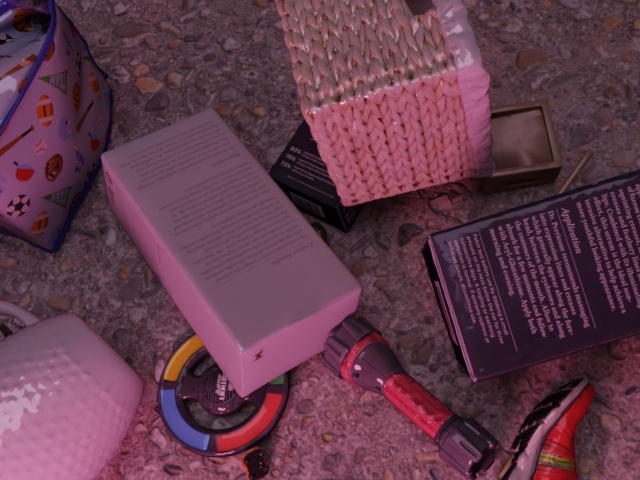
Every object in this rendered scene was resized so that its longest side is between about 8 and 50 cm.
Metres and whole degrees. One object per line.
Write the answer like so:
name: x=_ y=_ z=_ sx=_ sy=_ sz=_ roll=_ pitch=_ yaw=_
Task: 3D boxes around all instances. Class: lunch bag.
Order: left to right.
lunch bag: x=-0.551 y=-0.229 z=1.601 sx=0.239 sy=0.328 sz=0.385 roll=20 pitch=72 yaw=16

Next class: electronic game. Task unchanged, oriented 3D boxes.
electronic game: x=-0.163 y=0.247 z=1.445 sx=0.229 sy=0.048 sz=0.229 roll=-5 pitch=63 yaw=11

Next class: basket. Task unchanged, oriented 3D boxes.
basket: x=0.101 y=-0.273 z=1.355 sx=0.266 sy=0.331 sz=0.328 roll=-16 pitch=64 yaw=6

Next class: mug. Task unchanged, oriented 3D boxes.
mug: x=-0.490 y=0.255 z=1.384 sx=0.374 sy=0.276 sz=0.328 roll=41 pitch=76 yaw=18

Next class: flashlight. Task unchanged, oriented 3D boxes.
flashlight: x=0.137 y=0.243 z=1.347 sx=0.103 sy=0.103 sz=0.304 roll=-25 pitch=51 yaw=-38

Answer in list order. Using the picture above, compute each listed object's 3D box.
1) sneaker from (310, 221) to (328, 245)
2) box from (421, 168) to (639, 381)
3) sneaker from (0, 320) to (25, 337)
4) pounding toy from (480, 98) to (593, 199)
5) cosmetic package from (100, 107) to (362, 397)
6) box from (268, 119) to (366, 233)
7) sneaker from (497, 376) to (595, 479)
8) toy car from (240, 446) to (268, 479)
sneaker: x=0.000 y=0.000 z=1.532 sx=0.031 sy=0.035 sz=0.083 roll=-18 pitch=63 yaw=3
box: x=0.367 y=0.040 z=1.261 sx=0.396 sy=0.293 sz=0.212 roll=-17 pitch=86 yaw=4
sneaker: x=-0.528 y=0.208 z=1.540 sx=0.166 sy=0.065 sz=0.076 roll=37 pitch=82 yaw=26
pounding toy: x=0.368 y=-0.127 z=1.484 sx=0.181 sy=0.094 sz=0.206 roll=-9 pitch=73 yaw=3
cosmetic package: x=-0.159 y=0.007 z=1.459 sx=0.230 sy=0.161 sz=0.453 roll=-27 pitch=61 yaw=-23
box: x=0.029 y=-0.145 z=1.552 sx=0.153 sy=0.108 sz=0.207 roll=27 pitch=73 yaw=21
sneaker: x=0.343 y=0.336 z=1.284 sx=0.118 sy=0.107 sz=0.279 roll=32 pitch=78 yaw=4
toy car: x=-0.137 y=0.379 z=1.379 sx=0.122 sy=0.060 sz=0.040 roll=-41 pitch=32 yaw=-15
